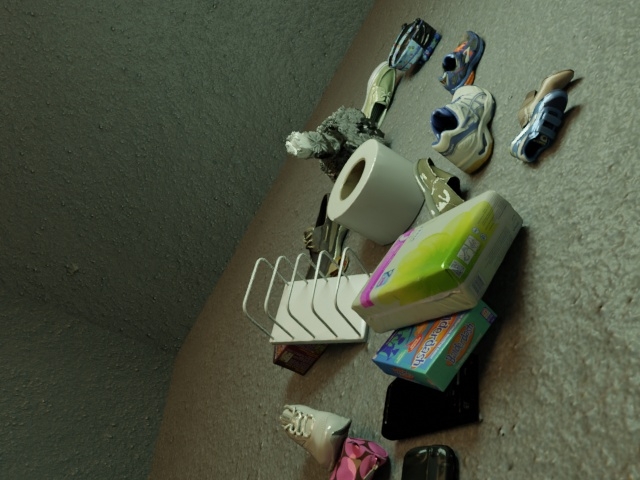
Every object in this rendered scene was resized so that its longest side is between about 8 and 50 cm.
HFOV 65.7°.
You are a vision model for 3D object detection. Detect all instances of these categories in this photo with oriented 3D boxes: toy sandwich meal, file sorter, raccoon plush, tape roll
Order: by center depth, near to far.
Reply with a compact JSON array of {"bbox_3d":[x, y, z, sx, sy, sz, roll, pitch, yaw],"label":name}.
[{"bbox_3d":[-0.027,0.140,1.269,0.278,0.173,0.192,-8,50,28],"label":"file sorter"},{"bbox_3d":[0.152,-0.130,1.351,0.246,0.169,0.246,-54,20,30],"label":"tape roll"},{"bbox_3d":[0.058,0.078,1.555,0.085,0.029,0.085,-53,20,29],"label":"toy sandwich meal"},{"bbox_3d":[0.006,-0.281,1.663,0.299,0.447,0.216,-46,57,46],"label":"raccoon plush"}]

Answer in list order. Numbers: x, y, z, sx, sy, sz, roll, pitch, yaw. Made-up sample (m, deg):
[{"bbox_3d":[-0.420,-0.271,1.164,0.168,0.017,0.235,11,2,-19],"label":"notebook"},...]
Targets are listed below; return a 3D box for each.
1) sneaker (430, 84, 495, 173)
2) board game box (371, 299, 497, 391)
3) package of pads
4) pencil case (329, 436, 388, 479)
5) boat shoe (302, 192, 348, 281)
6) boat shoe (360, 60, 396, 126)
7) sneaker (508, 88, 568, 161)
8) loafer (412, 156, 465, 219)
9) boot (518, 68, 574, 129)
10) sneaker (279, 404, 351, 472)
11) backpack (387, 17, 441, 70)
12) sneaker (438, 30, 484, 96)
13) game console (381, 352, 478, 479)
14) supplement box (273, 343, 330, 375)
[{"bbox_3d":[0.325,-0.293,1.159,0.112,0.131,0.296,-49,21,43],"label":"sneaker"},{"bbox_3d":[0.194,0.177,0.885,0.160,0.047,0.210,-48,8,-18],"label":"board game box"},{"bbox_3d":[0.214,0.046,0.934,0.229,0.101,0.296,-49,9,-32],"label":"package of pads"},{"bbox_3d":[0.051,0.472,0.909,0.098,0.095,0.209,9,75,58],"label":"pencil case"},{"bbox_3d":[0.000,0.000,1.663,0.132,0.130,0.355,-28,39,62],"label":"boat shoe"},{"bbox_3d":[0.224,-0.524,1.869,0.094,0.109,0.302,34,106,57],"label":"boat shoe"},{"bbox_3d":[0.412,-0.207,0.917,0.059,0.053,0.144,-94,26,-60],"label":"sneaker"},{"bbox_3d":[0.280,-0.112,1.127,0.088,0.094,0.251,-29,39,18],"label":"loafer"},{"bbox_3d":[0.437,-0.266,0.960,0.118,0.042,0.086,-32,42,61],"label":"boot"},{"bbox_3d":[-0.022,0.410,1.062,0.110,0.129,0.297,-65,5,-22],"label":"sneaker"},{"bbox_3d":[0.319,-0.673,1.746,0.173,0.117,0.158,-60,18,8],"label":"backpack"},{"bbox_3d":[0.383,-0.497,1.358,0.083,0.087,0.221,-31,36,59],"label":"sneaker"},{"bbox_3d":[0.167,0.358,0.813,0.213,0.044,0.361,-42,25,49],"label":"game console"},{"bbox_3d":[-0.046,0.288,1.424,0.188,0.104,0.080,-54,20,28],"label":"supplement box"}]
